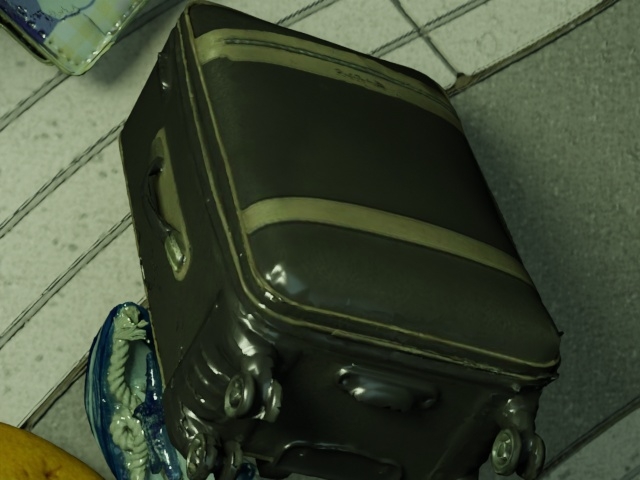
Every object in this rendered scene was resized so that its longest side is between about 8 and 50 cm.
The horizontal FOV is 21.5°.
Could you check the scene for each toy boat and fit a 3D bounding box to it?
[{"bbox_3d":[-0.113,0.144,1.322,0.070,0.291,0.210,-21,88,-26],"label":"toy boat"}]

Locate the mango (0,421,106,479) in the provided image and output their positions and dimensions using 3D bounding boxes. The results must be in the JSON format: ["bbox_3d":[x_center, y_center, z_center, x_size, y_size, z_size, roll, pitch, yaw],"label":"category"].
[{"bbox_3d":[-0.250,0.228,1.351,0.227,0.109,0.147,34,74,-13],"label":"mango"}]

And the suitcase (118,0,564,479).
[{"bbox_3d":[0.000,0.000,1.270,0.283,0.434,0.194,15,124,-26],"label":"suitcase"}]

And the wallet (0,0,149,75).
[{"bbox_3d":[-0.173,-0.306,1.334,0.223,0.077,0.309,45,80,-20],"label":"wallet"}]
